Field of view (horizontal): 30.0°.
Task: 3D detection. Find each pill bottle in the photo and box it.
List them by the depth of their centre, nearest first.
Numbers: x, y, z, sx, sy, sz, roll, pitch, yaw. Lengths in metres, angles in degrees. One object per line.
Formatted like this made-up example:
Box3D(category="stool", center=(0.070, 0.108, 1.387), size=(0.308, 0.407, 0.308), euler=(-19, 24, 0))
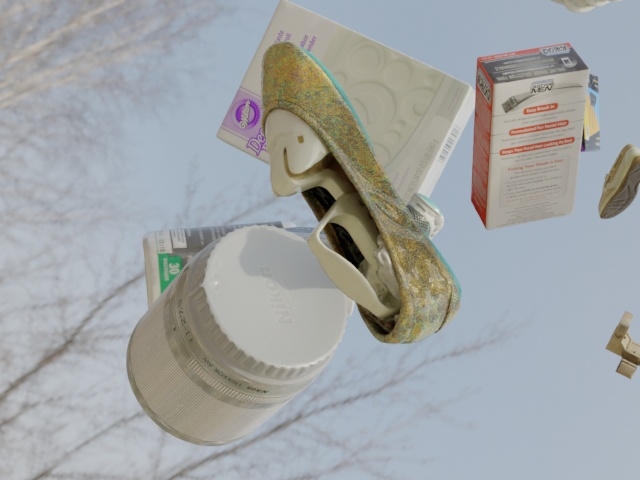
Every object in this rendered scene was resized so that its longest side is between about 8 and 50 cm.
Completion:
Box3D(category="pill bottle", center=(-0.131, 0.070, 2.141), size=(0.204, 0.361, 0.204), euler=(175, -90, -81))

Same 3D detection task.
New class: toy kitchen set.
Box3D(category="toy kitchen set", center=(0.526, 0.181, 2.005), size=(0.083, 0.068, 0.075), euler=(27, -42, 13))

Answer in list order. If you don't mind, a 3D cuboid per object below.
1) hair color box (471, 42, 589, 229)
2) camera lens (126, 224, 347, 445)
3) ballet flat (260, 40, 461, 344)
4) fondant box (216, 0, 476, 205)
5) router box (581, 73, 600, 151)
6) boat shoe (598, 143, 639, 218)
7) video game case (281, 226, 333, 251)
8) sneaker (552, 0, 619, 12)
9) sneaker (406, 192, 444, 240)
Box3D(category="hair color box", center=(0.195, -0.096, 1.128), size=(0.053, 0.093, 0.167), euler=(-110, -167, -48))
Box3D(category="camera lens", center=(-0.114, 0.129, 1.559), size=(0.219, 0.219, 0.274), euler=(54, -41, 8))
Box3D(category="ballet flat", center=(0.016, -0.046, 1.226), size=(0.348, 0.123, 0.123), euler=(58, -28, 3))
Box3D(category="fondant box", center=(0.040, -0.188, 1.821), size=(0.330, 0.238, 0.096), euler=(27, 5, 16))
Box3D(category="router box", center=(0.441, -0.217, 2.030), size=(0.046, 0.179, 0.133), euler=(-1, -86, 21))
Box3D(category="boat shoe", center=(0.459, -0.090, 1.827), size=(0.135, 0.050, 0.045), euler=(113, -34, -42))
Box3D(category="video game case", center=(0.000, 0.000, 1.673), size=(0.190, 0.173, 0.022), euler=(4, -84, 32))
Box3D(category="sneaker", center=(0.178, -0.184, 0.724), size=(0.258, 0.094, 0.091), euler=(41, -32, 44))
Box3D(category="sneaker", center=(0.098, 0.011, 1.443), size=(0.065, 0.076, 0.166), euler=(41, -25, 24))
